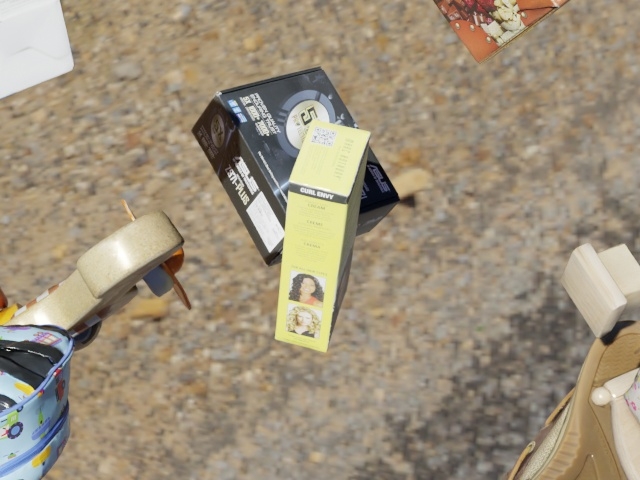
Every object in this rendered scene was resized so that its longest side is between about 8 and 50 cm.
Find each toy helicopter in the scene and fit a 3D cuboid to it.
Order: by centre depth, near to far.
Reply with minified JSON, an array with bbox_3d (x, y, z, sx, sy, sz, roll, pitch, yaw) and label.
[{"bbox_3d":[-0.188,0.046,1.233,0.235,0.355,0.140,-29,87,-31],"label":"toy helicopter"}]

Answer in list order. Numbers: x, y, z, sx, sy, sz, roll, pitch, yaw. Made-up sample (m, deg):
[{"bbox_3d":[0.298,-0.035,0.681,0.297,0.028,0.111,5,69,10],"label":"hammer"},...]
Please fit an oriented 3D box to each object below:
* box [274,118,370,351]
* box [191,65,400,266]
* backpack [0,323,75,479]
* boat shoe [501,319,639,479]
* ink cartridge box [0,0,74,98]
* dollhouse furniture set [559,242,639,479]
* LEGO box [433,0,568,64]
[{"bbox_3d":[0.000,0.000,1.352,0.058,0.232,0.087,14,51,6],"label":"box"},{"bbox_3d":[-0.027,-0.081,1.541,0.147,0.077,0.180,-18,71,-37],"label":"box"},{"bbox_3d":[-0.226,0.118,0.875,0.158,0.173,0.117,-61,138,-64],"label":"backpack"},{"bbox_3d":[0.204,0.228,1.203,0.123,0.123,0.342,27,63,1],"label":"boat shoe"},{"bbox_3d":[-0.271,-0.165,1.066,0.104,0.180,0.060,-27,130,-24],"label":"ink cartridge box"},{"bbox_3d":[0.194,0.105,0.702,0.174,0.303,0.355,-21,62,-17],"label":"dollhouse furniture set"},{"bbox_3d":[0.283,-0.501,1.681,0.500,0.193,0.372,-38,93,-26],"label":"LEGO box"}]
